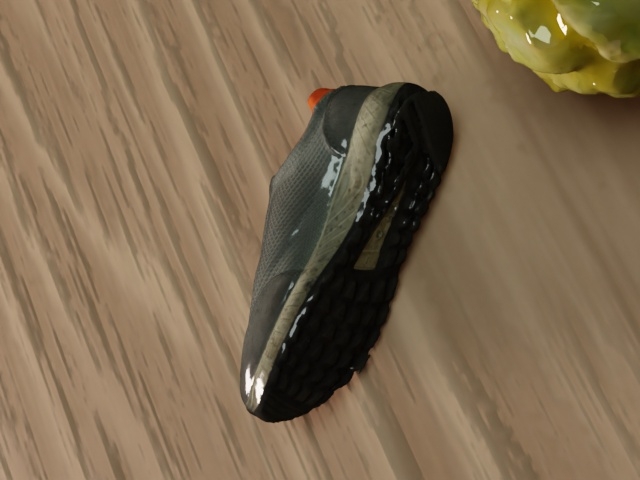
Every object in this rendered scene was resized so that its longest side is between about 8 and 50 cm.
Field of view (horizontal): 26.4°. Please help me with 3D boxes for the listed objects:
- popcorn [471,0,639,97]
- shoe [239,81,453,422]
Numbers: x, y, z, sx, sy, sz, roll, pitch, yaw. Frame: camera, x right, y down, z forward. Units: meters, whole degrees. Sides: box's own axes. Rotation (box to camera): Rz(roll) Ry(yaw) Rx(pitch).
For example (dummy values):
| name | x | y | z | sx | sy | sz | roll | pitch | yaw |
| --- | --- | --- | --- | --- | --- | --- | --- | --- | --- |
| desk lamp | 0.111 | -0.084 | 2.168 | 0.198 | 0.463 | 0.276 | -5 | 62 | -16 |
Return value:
| name | x | y | z | sx | sy | sz | roll | pitch | yaw |
| --- | --- | --- | --- | --- | --- | --- | --- | --- | --- |
| popcorn | 0.170 | -0.187 | 0.647 | 0.256 | 0.195 | 0.255 | -46 | 55 | 4 |
| shoe | -0.001 | 0.001 | 0.726 | 0.077 | 0.074 | 0.194 | 19 | 80 | 37 |
